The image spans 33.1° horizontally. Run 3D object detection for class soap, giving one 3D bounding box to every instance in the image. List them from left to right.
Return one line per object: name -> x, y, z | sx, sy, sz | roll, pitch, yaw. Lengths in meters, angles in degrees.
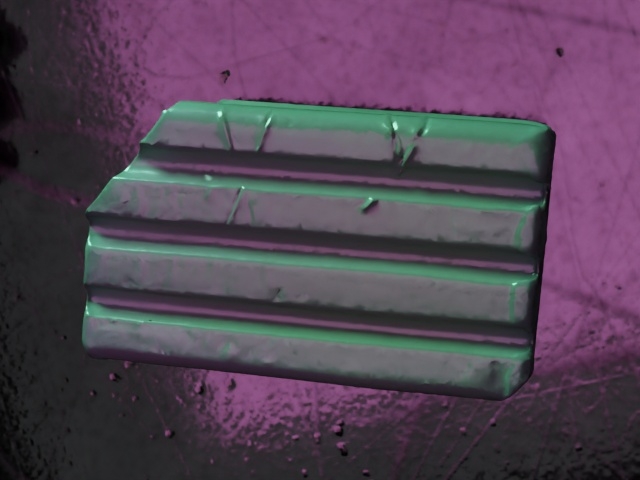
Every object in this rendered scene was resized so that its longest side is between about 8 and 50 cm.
soap -> 0.000, 0.000, 0.700 | 0.289, 0.095, 0.173 | 5, 99, 8
